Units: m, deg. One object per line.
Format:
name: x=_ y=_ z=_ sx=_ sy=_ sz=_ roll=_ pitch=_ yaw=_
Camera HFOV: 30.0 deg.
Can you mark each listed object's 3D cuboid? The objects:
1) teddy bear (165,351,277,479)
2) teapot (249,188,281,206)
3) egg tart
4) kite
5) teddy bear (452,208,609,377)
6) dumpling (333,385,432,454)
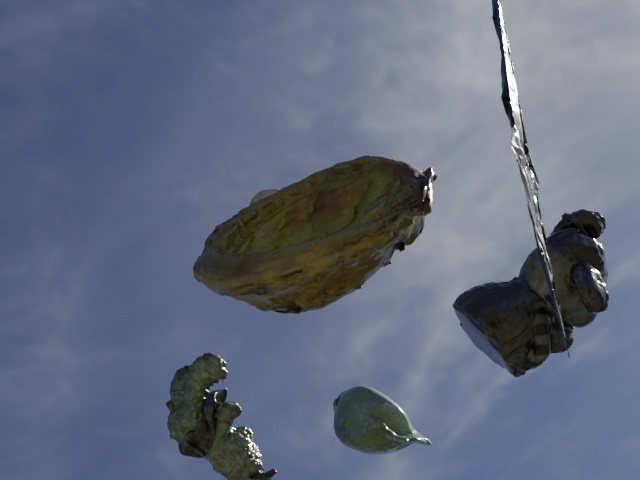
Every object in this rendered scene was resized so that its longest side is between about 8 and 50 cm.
teddy bear: x=-0.156 y=0.271 z=1.703 sx=0.111 sy=0.213 sz=0.133 roll=-25 pitch=-11 yaw=-34
teapot: x=-0.054 y=-0.030 z=1.598 sx=0.083 sy=0.064 sz=0.064 roll=-8 pitch=-48 yaw=-1
egg tart: x=0.000 y=0.000 z=1.255 sx=0.279 sy=0.279 sz=0.095 roll=-26 pitch=-71 yaw=-8
kite: x=0.203 y=-0.081 z=1.196 sx=0.014 sy=0.406 sz=0.368 roll=-11 pitch=-12 yaw=12
teddy bear: x=0.315 y=0.088 z=1.625 sx=0.251 sy=0.171 sz=0.144 roll=-33 pitch=-64 yaw=8
dumpling: x=0.089 y=0.315 z=1.988 sx=0.108 sy=0.219 sz=0.153 roll=-42 pitch=-72 yaw=-9
